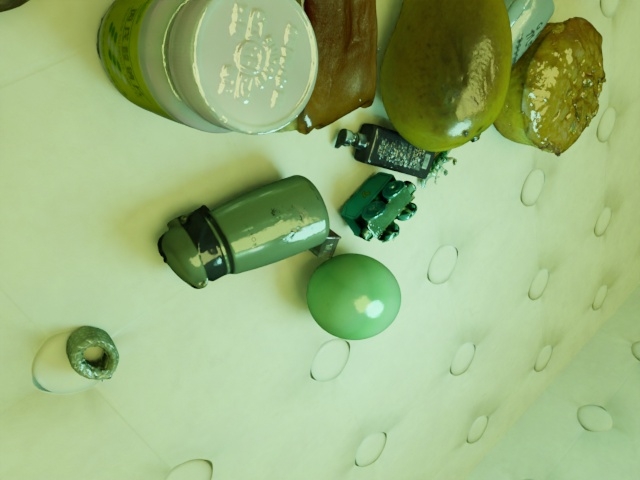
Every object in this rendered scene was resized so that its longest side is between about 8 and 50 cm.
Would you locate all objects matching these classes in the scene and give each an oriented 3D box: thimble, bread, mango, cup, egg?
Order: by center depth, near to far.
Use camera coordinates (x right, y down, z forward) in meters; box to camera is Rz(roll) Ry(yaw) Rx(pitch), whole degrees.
[{"bbox_3d":[-0.002,-0.392,0.916,0.333,0.143,0.324,-42,135,-51],"label":"bread"},{"bbox_3d":[-0.451,0.227,0.956,0.084,0.062,0.110,-29,123,-25],"label":"thimble"},{"bbox_3d":[0.288,-0.436,1.127,0.220,0.301,0.445,-33,120,-74],"label":"mango"},{"bbox_3d":[0.458,-0.540,1.223,0.186,0.258,0.234,34,93,2],"label":"cup"},{"bbox_3d":[0.088,0.144,1.234,0.269,0.220,0.220,17,98,-49],"label":"egg"},{"bbox_3d":[0.690,-0.453,1.455,0.398,0.215,0.398,-17,119,-33],"label":"bread"}]

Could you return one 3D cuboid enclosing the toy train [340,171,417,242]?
[{"bbox_3d":[0.149,-0.084,1.230,0.198,0.154,0.107,-47,127,-14],"label":"toy train"}]

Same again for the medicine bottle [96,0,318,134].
[{"bbox_3d":[-0.185,-0.282,0.735,0.213,0.378,0.214,-16,118,-34],"label":"medicine bottle"}]

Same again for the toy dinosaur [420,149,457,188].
[{"bbox_3d":[0.341,-0.239,1.391,0.106,0.044,0.187,7,106,-24],"label":"toy dinosaur"}]

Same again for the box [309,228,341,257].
[{"bbox_3d":[0.000,0.000,1.198,0.060,0.084,0.063,-1,117,-39],"label":"box"}]

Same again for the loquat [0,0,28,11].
[{"bbox_3d":[-0.452,-0.407,0.602,0.238,0.193,0.238,-19,112,-58],"label":"loquat"}]

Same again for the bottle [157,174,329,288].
[{"bbox_3d":[-0.161,-0.015,1.016,0.347,0.168,0.168,-22,121,-24],"label":"bottle"}]

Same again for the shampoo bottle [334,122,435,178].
[{"bbox_3d":[0.171,-0.234,1.235,0.309,0.071,0.098,7,105,-39],"label":"shampoo bottle"}]
